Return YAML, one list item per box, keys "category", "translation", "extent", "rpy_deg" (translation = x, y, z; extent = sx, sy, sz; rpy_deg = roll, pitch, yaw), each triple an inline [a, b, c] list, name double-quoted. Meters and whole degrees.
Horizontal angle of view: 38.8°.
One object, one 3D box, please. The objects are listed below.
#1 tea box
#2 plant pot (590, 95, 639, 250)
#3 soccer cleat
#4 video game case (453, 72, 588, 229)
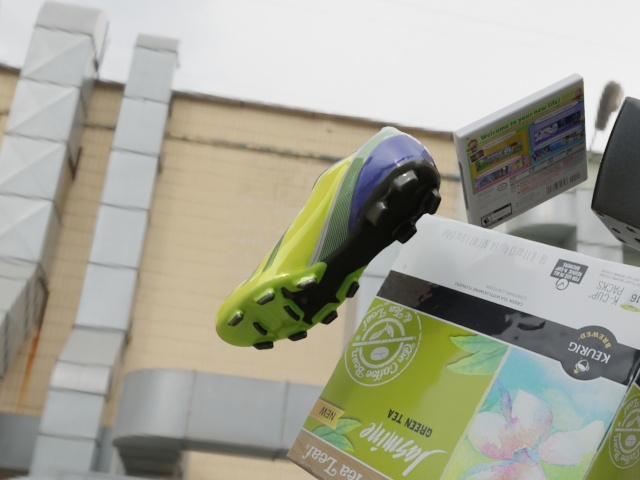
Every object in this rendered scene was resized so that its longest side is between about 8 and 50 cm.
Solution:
- category: "tea box"
  translation: [0.201, 0.182, 0.945]
  extent: [0.329, 0.323, 0.220]
  rpy_deg: [16, -17, 49]
- category: "plant pot"
  translation: [0.497, -0.068, 1.289]
  extent: [0.187, 0.167, 0.188]
  rpy_deg: [32, -1, 43]
- category: "soccer cleat"
  translation: [0.001, 0.000, 0.942]
  extent: [0.289, 0.121, 0.093]
  rpy_deg: [-42, -49, 13]
- category: "video game case"
  translation: [0.303, -0.124, 1.350]
  extent: [0.212, 0.023, 0.193]
  rpy_deg: [-26, -49, -10]
